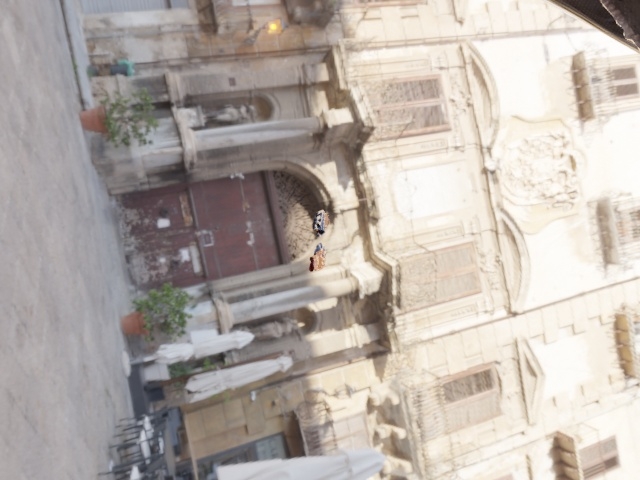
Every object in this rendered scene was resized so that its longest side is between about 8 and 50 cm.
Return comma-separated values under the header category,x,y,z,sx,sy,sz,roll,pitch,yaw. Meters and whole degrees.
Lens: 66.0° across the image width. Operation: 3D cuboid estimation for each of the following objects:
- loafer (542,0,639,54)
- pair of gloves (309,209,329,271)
category,x,y,z,sx,sy,sz,roll,pitch,yaw
loafer,0.141,-0.211,0.289,0.366,0.134,0.130,53,-35,-3
pair of gloves,0.000,0.000,0.673,0.074,0.010,0.083,-21,114,-74
